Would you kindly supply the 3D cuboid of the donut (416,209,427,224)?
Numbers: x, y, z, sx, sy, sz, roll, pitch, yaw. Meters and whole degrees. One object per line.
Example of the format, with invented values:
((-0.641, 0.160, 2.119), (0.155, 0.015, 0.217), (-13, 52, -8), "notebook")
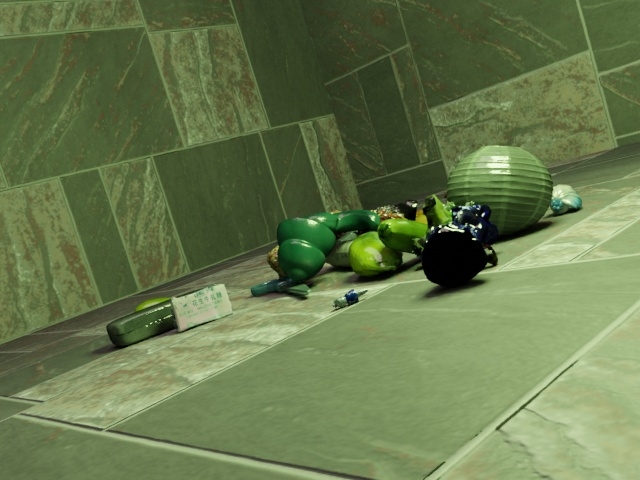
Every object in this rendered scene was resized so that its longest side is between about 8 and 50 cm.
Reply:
((0.335, -0.068, 2.458), (0.151, 0.058, 0.152), (-18, 4, 1), "donut")

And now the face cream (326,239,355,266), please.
((0.076, 0.040, 2.012), (0.081, 0.082, 0.269), (-19, 4, -21), "face cream")

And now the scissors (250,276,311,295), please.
((-0.082, 0.126, 1.890), (0.192, 0.029, 0.447), (-19, 5, -12), "scissors")

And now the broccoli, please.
((0.289, -0.031, 1.599), (0.167, 0.160, 0.154), (-25, 24, 34), "broccoli")

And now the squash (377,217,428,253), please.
((0.223, -0.009, 1.687), (0.082, 0.082, 0.292), (-14, -13, 35), "squash")

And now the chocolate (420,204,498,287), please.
((0.305, 0.003, 1.412), (0.126, 0.148, 0.343), (-63, -13, 22), "chocolate")

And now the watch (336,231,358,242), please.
((0.150, 0.001, 2.303), (0.192, 0.068, 0.206), (-10, 12, 35), "watch")

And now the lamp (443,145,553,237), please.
((0.437, -0.116, 1.687), (0.265, 0.233, 0.233), (6, 11, 14), "lamp")

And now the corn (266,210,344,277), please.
((-0.028, 0.002, 2.017), (0.289, 0.098, 0.098), (-36, 8, -10), "corn")

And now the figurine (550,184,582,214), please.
((0.632, -0.107, 1.779), (0.114, 0.079, 0.114), (1, 7, 0), "figurine")

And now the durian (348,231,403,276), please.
((0.140, 0.033, 1.735), (0.139, 0.101, 0.250), (-15, 10, 15), "durian")

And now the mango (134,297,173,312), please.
((-0.504, 0.214, 2.131), (0.165, 0.074, 0.091), (-19, 3, -21), "mango")

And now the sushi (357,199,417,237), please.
((0.195, -0.027, 2.014), (0.172, 0.153, 0.150), (5, 26, 4), "sushi")

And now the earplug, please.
((0.004, 0.005, 1.877), (0.164, 0.257, 0.280), (115, 179, -61), "earplug")

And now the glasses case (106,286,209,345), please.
((-0.437, 0.211, 1.925), (0.323, 0.074, 0.131), (-20, 7, -32), "glasses case")

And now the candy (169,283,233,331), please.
((-0.320, 0.176, 1.819), (0.160, 0.092, 0.073), (-17, 3, -20), "candy")

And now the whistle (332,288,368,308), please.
((0.063, 0.120, 1.441), (0.083, 0.029, 0.033), (-23, -26, -14), "whistle")
